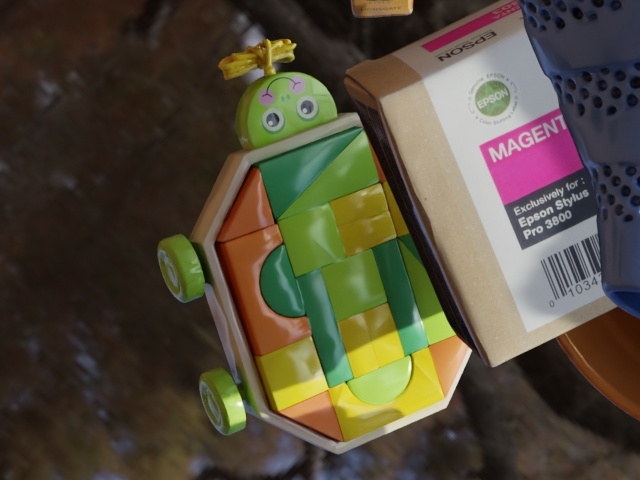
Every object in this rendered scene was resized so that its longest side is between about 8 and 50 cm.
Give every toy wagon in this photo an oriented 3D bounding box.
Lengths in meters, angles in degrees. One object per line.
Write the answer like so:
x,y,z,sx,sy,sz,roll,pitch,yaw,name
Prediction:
0.000,0.000,1.554,0.267,0.344,0.068,-21,-168,-21,toy wagon

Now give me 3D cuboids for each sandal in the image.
0.171,-0.018,0.820,0.138,0.317,0.126,-41,-167,-28,sandal

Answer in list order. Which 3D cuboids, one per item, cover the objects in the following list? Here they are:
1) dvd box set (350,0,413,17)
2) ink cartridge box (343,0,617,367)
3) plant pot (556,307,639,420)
0.044,-0.417,1.550,0.062,0.420,0.307,-1,-111,3,dvd box set
0.161,-0.061,1.148,0.235,0.193,0.088,-26,-161,-4,ink cartridge box
0.333,-0.012,1.436,0.291,0.291,0.203,-20,-168,36,plant pot
